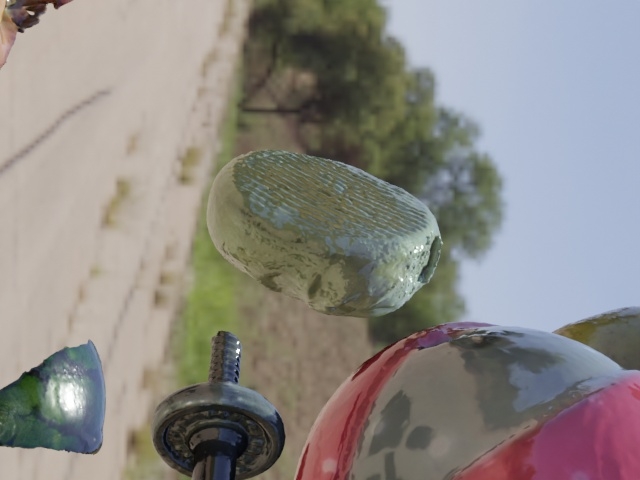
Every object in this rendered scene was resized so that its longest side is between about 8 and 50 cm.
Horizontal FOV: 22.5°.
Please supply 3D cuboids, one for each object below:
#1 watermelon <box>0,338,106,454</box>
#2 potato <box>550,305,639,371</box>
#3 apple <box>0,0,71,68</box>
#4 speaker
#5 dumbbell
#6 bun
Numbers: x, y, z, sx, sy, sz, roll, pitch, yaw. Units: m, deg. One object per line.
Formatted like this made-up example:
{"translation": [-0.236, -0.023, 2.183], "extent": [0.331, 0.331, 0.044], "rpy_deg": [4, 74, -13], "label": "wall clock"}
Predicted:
{"translation": [-0.288, 0.166, 1.671], "extent": [0.301, 0.129, 0.123], "rpy_deg": [153, -65, -86], "label": "watermelon"}
{"translation": [0.284, 0.143, 1.423], "extent": [0.141, 0.298, 0.176], "rpy_deg": [32, -72, 62], "label": "potato"}
{"translation": [-0.306, -0.228, 1.121], "extent": [0.293, 0.251, 0.163], "rpy_deg": [-67, 157, -46], "label": "apple"}
{"translation": [0.128, 0.192, 1.064], "extent": [0.294, 0.294, 0.294], "rpy_deg": [-179, -90, -88], "label": "speaker"}
{"translation": [-0.061, 0.152, 0.895], "extent": [0.081, 0.081, 0.254], "rpy_deg": [93, 0, -45], "label": "dumbbell"}
{"translation": [-0.003, -0.001, 1.497], "extent": [0.221, 0.221, 0.108], "rpy_deg": [-93, -163, -65], "label": "bun"}
